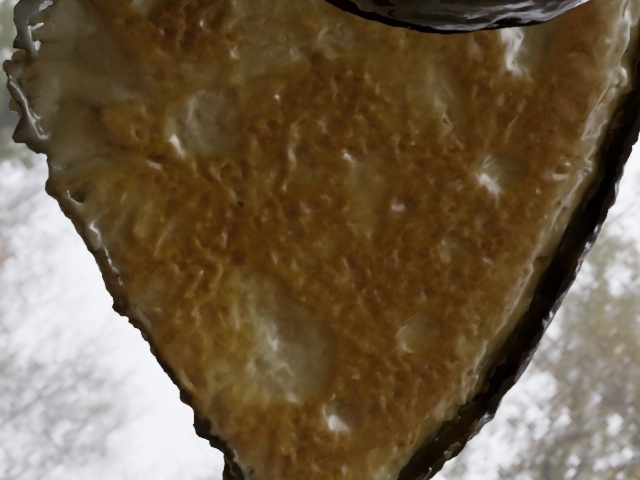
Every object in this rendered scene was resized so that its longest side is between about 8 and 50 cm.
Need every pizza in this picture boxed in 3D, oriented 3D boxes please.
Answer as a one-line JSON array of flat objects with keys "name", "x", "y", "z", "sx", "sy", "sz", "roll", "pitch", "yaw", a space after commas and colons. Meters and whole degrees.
[{"name": "pizza", "x": 0.026, "y": 0.012, "z": 1.059, "sx": 0.080, "sy": 0.435, "sz": 0.392, "roll": -147, "pitch": -128, "yaw": -62}]

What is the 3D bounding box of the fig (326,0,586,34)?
[{"name": "fig", "x": 0.059, "y": -0.167, "z": 0.556, "sx": 0.249, "sy": 0.203, "sz": 0.186, "roll": 178, "pitch": -79, "yaw": -68}]
